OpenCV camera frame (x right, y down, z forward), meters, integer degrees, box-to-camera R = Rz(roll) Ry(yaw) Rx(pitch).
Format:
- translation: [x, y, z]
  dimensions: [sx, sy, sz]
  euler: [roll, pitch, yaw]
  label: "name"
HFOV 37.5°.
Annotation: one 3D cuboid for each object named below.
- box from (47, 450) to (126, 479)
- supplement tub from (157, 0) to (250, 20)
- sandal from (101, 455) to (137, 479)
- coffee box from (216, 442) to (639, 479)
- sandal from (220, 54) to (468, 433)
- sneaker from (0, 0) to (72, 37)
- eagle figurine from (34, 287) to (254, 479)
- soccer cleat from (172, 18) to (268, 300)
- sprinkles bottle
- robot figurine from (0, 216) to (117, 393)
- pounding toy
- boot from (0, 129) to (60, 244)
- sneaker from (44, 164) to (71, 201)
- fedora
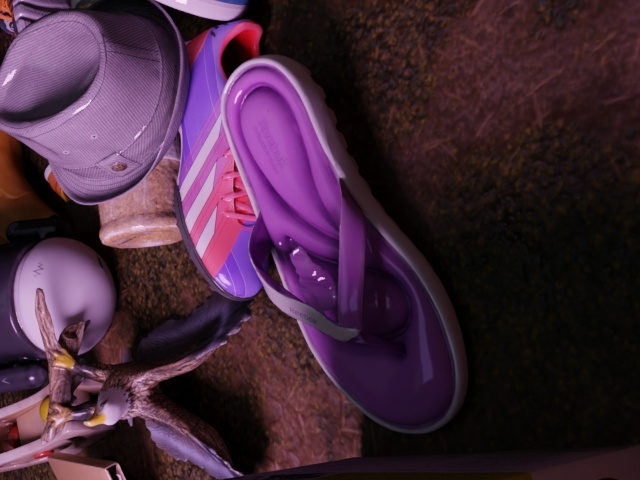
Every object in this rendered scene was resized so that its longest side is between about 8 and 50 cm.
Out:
- translation: [-0.282, 0.357, 1.236]
  dimensions: [0.201, 0.021, 0.164]
  euler: [-11, 105, 54]
  label: "box"
- translation: [-0.123, -0.361, 1.049]
  dimensions: [0.144, 0.144, 0.199]
  euler: [40, 118, 40]
  label: "supplement tub"
- translation: [-0.264, 0.351, 1.273]
  dimensions: [0.179, 0.040, 0.067]
  euler: [24, 107, 45]
  label: "sandal"
- translation: [0.052, 0.345, 0.712]
  dimensions: [0.338, 0.335, 0.337]
  euler: [-16, 77, 44]
  label: "coffee box"
- translation: [-0.009, 0.009, 0.919]
  dimensions: [0.169, 0.102, 0.416]
  euler: [-42, 70, 37]
  label: "sandal"
- translation: [-0.425, -0.340, 1.415]
  dimensions: [0.180, 0.125, 0.321]
  euler: [-42, 49, 43]
  label: "sneaker"
- translation: [-0.197, 0.181, 1.129]
  dimensions: [0.299, 0.225, 0.226]
  euler: [-3, 131, 16]
  label: "eagle figurine"
- translation: [-0.097, -0.094, 1.050]
  dimensions: [0.116, 0.109, 0.318]
  euler: [-22, 70, 40]
  label: "soccer cleat"
- translation: [-0.238, -0.173, 1.190]
  dimensions: [0.121, 0.121, 0.355]
  euler: [-19, 76, 46]
  label: "sprinkles bottle"
- translation: [-0.418, 0.088, 1.316]
  dimensions: [0.278, 0.173, 0.209]
  euler: [-8, 104, 25]
  label: "robot figurine"
- translation: [-0.421, 0.241, 1.362]
  dimensions: [0.270, 0.154, 0.154]
  euler: [-34, 66, 42]
  label: "pounding toy"
- translation: [-0.468, -0.073, 1.470]
  dimensions: [0.211, 0.104, 0.294]
  euler: [19, 108, 41]
  label: "boot"
- translation: [-0.339, -0.128, 1.358]
  dimensions: [0.067, 0.064, 0.175]
  euler: [46, 129, 14]
  label: "sneaker"
- translation: [-0.279, -0.169, 1.065]
  dimensions: [0.276, 0.124, 0.243]
  euler: [-12, 78, 36]
  label: "fedora"
